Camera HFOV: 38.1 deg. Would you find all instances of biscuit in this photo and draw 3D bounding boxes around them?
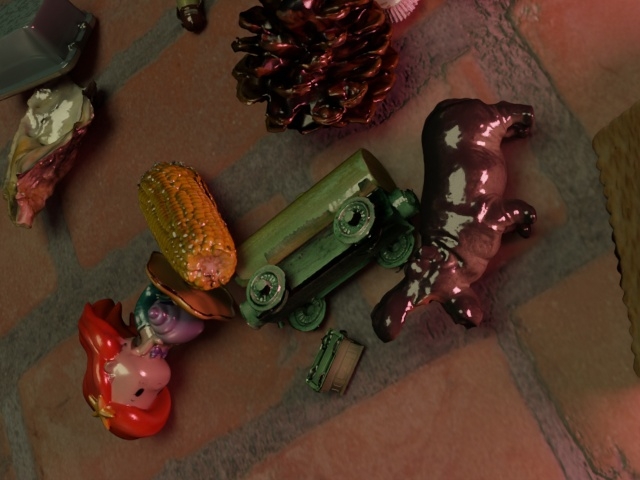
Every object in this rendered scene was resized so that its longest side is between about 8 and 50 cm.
[{"bbox_3d":[0.400,-0.016,1.035,0.217,0.044,0.324,135,133,-61],"label":"biscuit"}]

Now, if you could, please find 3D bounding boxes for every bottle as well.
[{"bbox_3d":[-0.227,-0.406,1.605,0.063,0.047,0.101,134,126,-58],"label":"bottle"}]

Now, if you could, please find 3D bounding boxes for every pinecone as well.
[{"bbox_3d":[-0.017,-0.279,1.319,0.243,0.243,0.257,-16,110,28],"label":"pinecone"}]

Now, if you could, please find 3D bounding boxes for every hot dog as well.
[{"bbox_3d":[0.075,-0.393,1.402,0.192,0.053,0.099,33,95,37],"label":"hot dog"}]

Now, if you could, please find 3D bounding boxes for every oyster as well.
[{"bbox_3d":[-0.483,-0.176,1.670,0.271,0.100,0.275,-51,33,16],"label":"oyster"}]

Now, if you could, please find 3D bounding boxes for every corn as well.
[{"bbox_3d":[-0.207,-0.029,1.401,0.115,0.115,0.318,-52,33,10],"label":"corn"}]

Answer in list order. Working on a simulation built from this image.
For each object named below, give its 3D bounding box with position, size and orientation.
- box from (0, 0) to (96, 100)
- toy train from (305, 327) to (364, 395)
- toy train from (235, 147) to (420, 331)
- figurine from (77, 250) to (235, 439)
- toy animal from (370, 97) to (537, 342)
[{"bbox_3d":[-0.543,-0.367,1.733,0.227,0.130,0.162,-13,46,29],"label":"box"},{"bbox_3d":[0.021,0.169,1.277,0.038,0.056,0.093,24,90,52],"label":"toy train"},{"bbox_3d":[-0.005,-0.004,1.300,0.307,0.126,0.189,-38,60,19],"label":"toy train"},{"bbox_3d":[-0.270,0.153,1.412,0.208,0.181,0.257,38,102,-4],"label":"figurine"},{"bbox_3d":[0.181,-0.020,1.168,0.168,0.106,0.343,15,78,8],"label":"toy animal"}]
